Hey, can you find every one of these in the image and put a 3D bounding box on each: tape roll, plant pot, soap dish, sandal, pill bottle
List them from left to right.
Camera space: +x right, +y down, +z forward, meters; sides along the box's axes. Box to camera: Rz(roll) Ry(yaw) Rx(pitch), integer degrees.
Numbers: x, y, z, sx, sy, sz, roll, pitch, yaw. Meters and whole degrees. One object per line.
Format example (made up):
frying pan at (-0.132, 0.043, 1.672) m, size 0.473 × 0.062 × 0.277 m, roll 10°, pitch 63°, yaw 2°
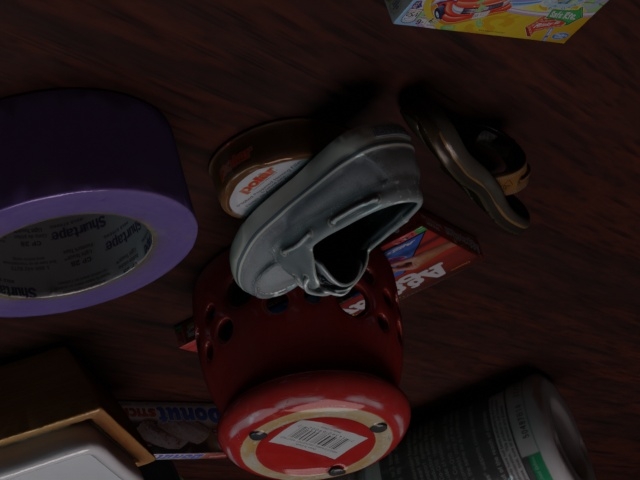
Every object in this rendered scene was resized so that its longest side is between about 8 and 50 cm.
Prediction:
soap dish at (-0.331, 0.214, 1.268) m, size 0.291 × 0.118 × 0.229 m, roll -18°, pitch 157°, yaw 0°
tape roll at (-0.186, -0.021, 0.889) m, size 0.189 × 0.080 × 0.189 m, roll -15°, pitch 157°, yaw -7°
plant pot at (-0.016, 0.111, 1.137) m, size 0.191 × 0.174 × 0.191 m, roll -5°, pitch 144°, yaw -3°
pill bottle at (0.190, 0.346, 1.817) m, size 0.361 × 0.204 × 0.204 m, roll -25°, pitch 156°, yaw 18°
sandal at (0.130, -0.068, 1.029) m, size 0.060 × 0.090 × 0.219 m, roll -43°, pitch 145°, yaw 5°

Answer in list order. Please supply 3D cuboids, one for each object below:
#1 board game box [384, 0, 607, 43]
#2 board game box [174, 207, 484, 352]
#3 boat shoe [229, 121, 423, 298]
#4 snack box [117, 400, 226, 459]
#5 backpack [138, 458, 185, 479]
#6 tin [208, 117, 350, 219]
board game box at (0.131, -0.175, 0.830) m, size 0.154 × 0.026 × 0.103 m, roll -1°, pitch 151°, yaw -34°
board game box at (0.009, 0.052, 1.258) m, size 0.281 × 0.027 × 0.145 m, roll -27°, pitch 156°, yaw 22°
boat shoe at (0.001, 0.000, 0.974) m, size 0.079 × 0.081 × 0.227 m, roll 0°, pitch 151°, yaw -34°
snack box at (-0.175, 0.216, 1.449) m, size 0.178 × 0.064 × 0.022 m, roll 9°, pitch 145°, yaw -46°
backpack at (-0.267, 0.401, 1.535) m, size 0.273 × 0.290 × 0.355 m, roll 17°, pitch 149°, yaw -27°
tin at (-0.004, -0.048, 1.014) m, size 0.106 × 0.040 × 0.190 m, roll -37°, pitch 150°, yaw 30°
